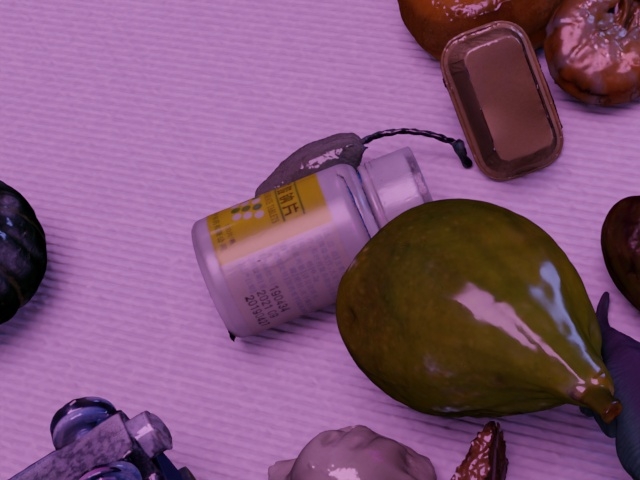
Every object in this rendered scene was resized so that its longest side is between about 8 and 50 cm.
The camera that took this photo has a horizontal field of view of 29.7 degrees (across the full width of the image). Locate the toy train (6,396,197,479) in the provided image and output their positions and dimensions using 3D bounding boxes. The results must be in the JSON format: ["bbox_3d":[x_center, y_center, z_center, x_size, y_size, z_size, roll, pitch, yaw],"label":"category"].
[{"bbox_3d":[-0.261,0.291,1.204,0.300,0.202,0.131,-31,43,-2],"label":"toy train"}]

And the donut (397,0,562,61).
[{"bbox_3d":[0.198,-0.314,1.455,0.227,0.114,0.226,-7,60,13],"label":"donut"}]

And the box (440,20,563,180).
[{"bbox_3d":[0.206,-0.158,1.361,0.111,0.111,0.177,-20,92,4],"label":"box"}]

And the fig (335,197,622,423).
[{"bbox_3d":[0.166,0.102,1.172,0.233,0.233,0.314,-37,59,-6],"label":"fig"}]

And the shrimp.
[{"bbox_3d":[0.390,-0.257,1.389,0.287,0.063,0.152,-25,78,-4],"label":"shrimp"}]

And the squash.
[{"bbox_3d":[-0.427,0.017,1.406,0.218,0.172,0.218,-8,31,5],"label":"squash"}]

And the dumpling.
[{"bbox_3d":[0.037,0.234,1.217,0.188,0.108,0.127,7,40,36],"label":"dumpling"}]

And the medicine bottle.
[{"bbox_3d":[0.000,0.000,1.322,0.258,0.143,0.143,-20,60,2],"label":"medicine bottle"}]

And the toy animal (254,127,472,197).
[{"bbox_3d":[0.042,-0.091,1.396,0.253,0.079,0.070,-19,52,2],"label":"toy animal"}]

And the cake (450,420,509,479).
[{"bbox_3d":[0.114,0.313,1.139,0.113,0.116,0.295,14,67,20],"label":"cake"}]

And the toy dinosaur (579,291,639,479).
[{"bbox_3d":[0.300,0.152,1.053,0.129,0.331,0.383,-13,62,5],"label":"toy dinosaur"}]

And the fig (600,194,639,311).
[{"bbox_3d":[0.343,0.029,1.245,0.109,0.103,0.154,-9,66,52],"label":"fig"}]
